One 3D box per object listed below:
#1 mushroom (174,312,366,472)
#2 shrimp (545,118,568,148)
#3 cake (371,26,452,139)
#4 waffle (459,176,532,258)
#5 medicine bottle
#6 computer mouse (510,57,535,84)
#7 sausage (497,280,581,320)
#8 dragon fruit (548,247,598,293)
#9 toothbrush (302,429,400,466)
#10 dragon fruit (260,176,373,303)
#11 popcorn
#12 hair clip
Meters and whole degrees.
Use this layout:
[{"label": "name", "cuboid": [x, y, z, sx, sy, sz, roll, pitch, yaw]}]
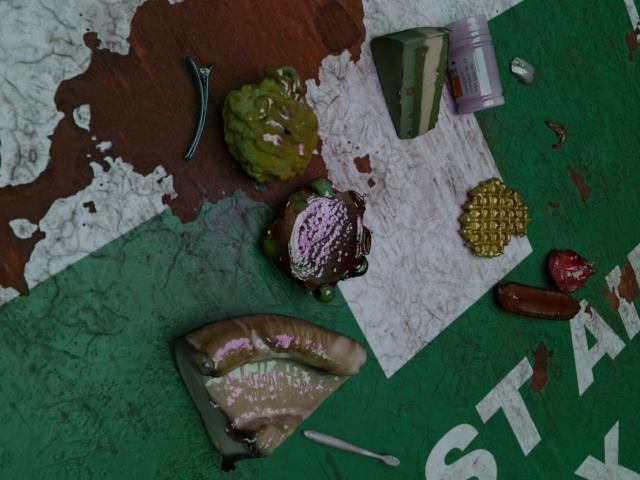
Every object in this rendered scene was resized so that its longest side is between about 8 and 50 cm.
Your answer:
[{"label": "mushroom", "cuboid": [-0.101, 0.277, 1.375, 0.397, 0.224, 0.314, -27, 88, -34]}, {"label": "shrimp", "cuboid": [0.753, -0.340, 1.935, 0.114, 0.023, 0.083, 25, 80, -30]}, {"label": "cake", "cuboid": [0.233, -0.436, 1.632, 0.157, 0.172, 0.284, -20, 132, -21]}, {"label": "waffle", "cuboid": [0.515, -0.054, 1.782, 0.249, 0.056, 0.253, 35, 72, -24]}, {"label": "medicine bottle", "cuboid": [0.427, -0.487, 1.691, 0.133, 0.133, 0.250, -18, 100, -28]}, {"label": "computer mouse", "cuboid": [0.628, -0.524, 1.860, 0.110, 0.032, 0.056, 26, 77, -26]}, {"label": "sausage", "cuboid": [0.664, 0.190, 1.837, 0.330, 0.102, 0.102, 11, 84, -29]}, {"label": "dragon fruit", "cuboid": [0.797, 0.079, 1.885, 0.153, 0.110, 0.153, 24, 51, -35]}, {"label": "toothbrush", "cuboid": [0.080, 0.535, 1.556, 0.307, 0.029, 0.025, 26, 66, -24]}, {"label": "dragon fruit", "cuboid": [0.000, 0.000, 1.452, 0.268, 0.130, 0.296, 11, 84, -29]}, {"label": "popcorn", "cuboid": [-0.098, -0.260, 1.364, 0.233, 0.192, 0.266, -1, 107, -35]}, {"label": "hair clip", "cuboid": [-0.274, -0.292, 1.356, 0.070, 0.039, 0.230, 4, 89, -30]}]
